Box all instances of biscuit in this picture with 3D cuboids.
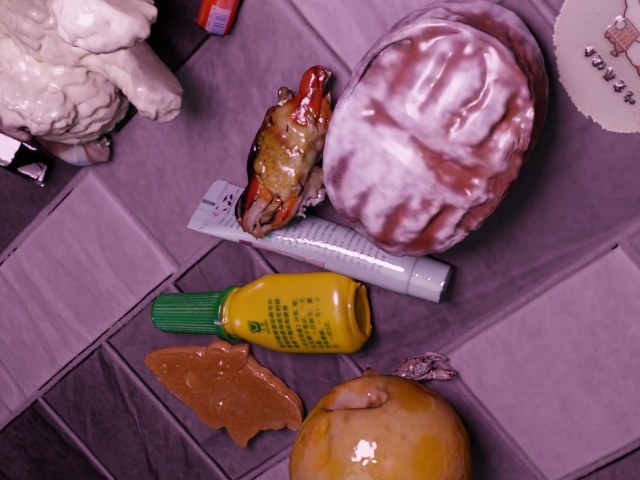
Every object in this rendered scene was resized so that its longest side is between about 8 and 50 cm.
[{"bbox_3d":[-0.135,0.206,1.492,0.250,0.035,0.162,19,115,15],"label":"biscuit"}]

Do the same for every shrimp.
[{"bbox_3d":[0.130,0.162,1.355,0.092,0.029,0.038,-8,102,22],"label":"shrimp"}]

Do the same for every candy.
[{"bbox_3d":[0.120,-0.116,1.147,0.214,0.157,0.289,30,123,4],"label":"candy"}]

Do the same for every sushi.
[{"bbox_3d":[-0.026,-0.096,1.254,0.097,0.103,0.226,43,121,42],"label":"sushi"}]

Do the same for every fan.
[{"bbox_3d":[0.377,-0.236,1.060,0.190,0.009,0.329,49,124,-3],"label":"fan"}]

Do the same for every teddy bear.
[{"bbox_3d":[-0.323,-0.186,1.212,0.327,0.375,0.362,21,117,-11],"label":"teddy bear"}]

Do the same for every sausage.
[{"bbox_3d":[-0.107,-0.309,1.228,0.050,0.048,0.145,54,134,41],"label":"sausage"}]

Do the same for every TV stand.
[{"bbox_3d":[-0.382,-0.105,1.336,0.049,0.256,0.040,24,86,-5],"label":"TV stand"}]

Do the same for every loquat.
[{"bbox_3d":[0.078,0.289,1.318,0.244,0.244,0.243,10,117,20],"label":"loquat"}]

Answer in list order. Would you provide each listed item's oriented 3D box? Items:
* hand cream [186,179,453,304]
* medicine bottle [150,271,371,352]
[{"bbox_3d":[0.000,0.000,1.309,0.331,0.085,0.058,20,149,11],"label":"hand cream"},{"bbox_3d":[-0.085,0.095,1.390,0.309,0.076,0.111,-2,110,25],"label":"medicine bottle"}]
